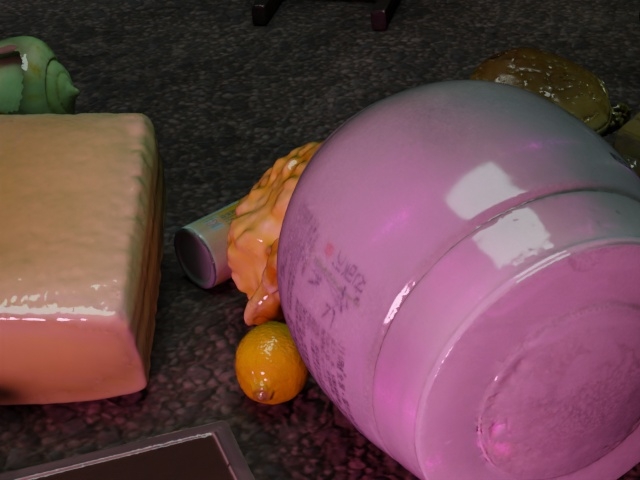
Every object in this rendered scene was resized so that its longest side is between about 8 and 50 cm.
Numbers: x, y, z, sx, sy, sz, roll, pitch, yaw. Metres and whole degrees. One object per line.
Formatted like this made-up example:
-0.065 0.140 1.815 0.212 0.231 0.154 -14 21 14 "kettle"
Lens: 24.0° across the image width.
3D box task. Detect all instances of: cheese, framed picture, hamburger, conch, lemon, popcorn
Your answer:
-0.260 0.011 1.269 0.243 0.123 0.265 -3 42 2 "cheese"
-0.160 0.211 1.054 0.252 0.014 0.197 -12 31 -15 "framed picture"
0.225 -0.117 1.484 0.185 0.131 0.159 -8 33 -16 "hamburger"
-0.368 -0.124 1.567 0.251 0.143 0.137 -17 -12 1 "conch"
-0.038 0.099 1.194 0.062 0.062 0.083 5 34 13 "lemon"
0.000 0.000 1.273 0.180 0.170 0.180 -13 -11 -3 "popcorn"

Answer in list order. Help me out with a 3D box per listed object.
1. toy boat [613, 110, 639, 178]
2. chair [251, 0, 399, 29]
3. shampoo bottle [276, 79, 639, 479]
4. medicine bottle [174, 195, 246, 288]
0.391 -0.006 1.274 0.162 0.135 0.445 -12 29 -24 "toy boat"
0.039 -0.471 2.021 0.203 0.240 0.416 2 30 13 "chair"
0.118 0.036 1.077 0.273 0.273 0.266 -15 38 -21 "shampoo bottle"
-0.034 -0.025 1.408 0.218 0.074 0.074 -27 37 -33 "medicine bottle"
